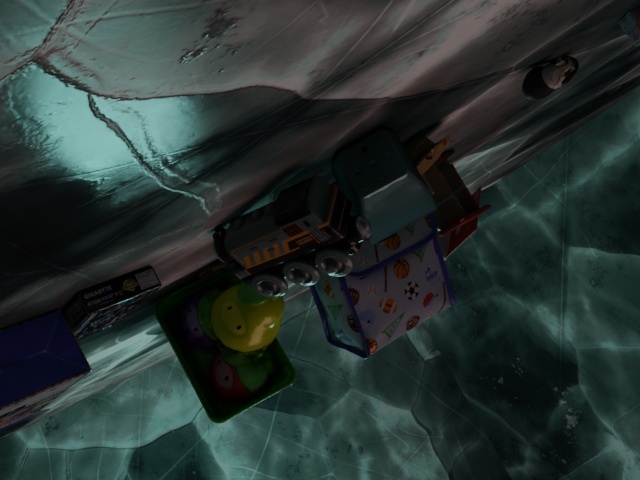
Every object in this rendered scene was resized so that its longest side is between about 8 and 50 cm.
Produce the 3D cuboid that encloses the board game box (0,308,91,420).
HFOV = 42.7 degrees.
[{"bbox_3d":[-0.635,0.282,1.615,0.232,0.141,0.291,-21,170,-47],"label":"board game box"}]

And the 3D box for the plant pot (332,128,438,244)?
[{"bbox_3d":[0.119,-0.122,1.657,0.166,0.165,0.234,-30,164,5],"label":"plant pot"}]

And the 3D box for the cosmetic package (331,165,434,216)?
[{"bbox_3d":[0.135,-0.105,1.937,0.238,0.127,0.107,-28,172,-24],"label":"cosmetic package"}]

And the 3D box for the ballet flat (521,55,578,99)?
[{"bbox_3d":[0.513,-0.365,1.801,0.203,0.074,0.074,-30,176,-44],"label":"ballet flat"}]

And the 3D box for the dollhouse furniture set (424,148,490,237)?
[{"bbox_3d":[0.262,-0.076,2.332,0.374,0.201,0.152,-34,174,39],"label":"dollhouse furniture set"}]

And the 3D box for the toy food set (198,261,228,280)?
[{"bbox_3d":[-0.269,0.076,2.064,0.083,0.020,0.082,-30,173,3],"label":"toy food set"}]

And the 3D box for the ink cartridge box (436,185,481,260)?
[{"bbox_3d":[0.370,-0.030,2.455,0.261,0.066,0.296,-51,-173,30],"label":"ink cartridge box"}]

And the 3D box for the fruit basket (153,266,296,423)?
[{"bbox_3d":[-0.227,0.240,2.060,0.283,0.392,0.392,-27,173,-16],"label":"fruit basket"}]

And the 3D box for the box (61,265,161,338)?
[{"bbox_3d":[-0.450,0.139,1.690,0.175,0.051,0.220,-22,171,-41],"label":"box"}]

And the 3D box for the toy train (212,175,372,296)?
[{"bbox_3d":[-0.064,-0.004,1.630,0.334,0.190,0.142,-21,-142,37],"label":"toy train"}]

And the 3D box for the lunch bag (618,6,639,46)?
[{"bbox_3d":[0.707,-0.473,1.787,0.083,0.071,0.053,-23,167,-28],"label":"lunch bag"}]

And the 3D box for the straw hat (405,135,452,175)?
[{"bbox_3d":[0.229,-0.203,1.866,0.144,0.061,0.144,-44,169,-11],"label":"straw hat"}]

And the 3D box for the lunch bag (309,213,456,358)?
[{"bbox_3d":[0.141,0.058,2.127,0.328,0.385,0.239,-27,-161,-27],"label":"lunch bag"}]
